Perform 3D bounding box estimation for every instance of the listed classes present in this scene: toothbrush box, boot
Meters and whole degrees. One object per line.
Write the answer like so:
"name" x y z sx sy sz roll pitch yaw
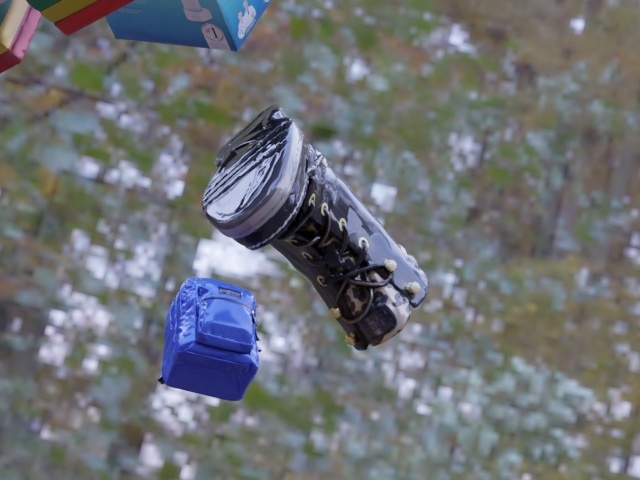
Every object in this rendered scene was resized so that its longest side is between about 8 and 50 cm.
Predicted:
"toothbrush box" -0.220 -0.413 2.465 0.216 0.126 0.295 9 -37 30
"boot" 0.000 0.000 2.089 0.284 0.138 0.377 49 5 -13

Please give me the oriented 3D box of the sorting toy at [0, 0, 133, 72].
"sorting toy" -0.205 -0.260 1.438 0.257 0.255 0.089 -21 -50 40

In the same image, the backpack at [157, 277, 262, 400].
"backpack" -0.107 0.092 1.876 0.098 0.120 0.101 19 -55 -18
